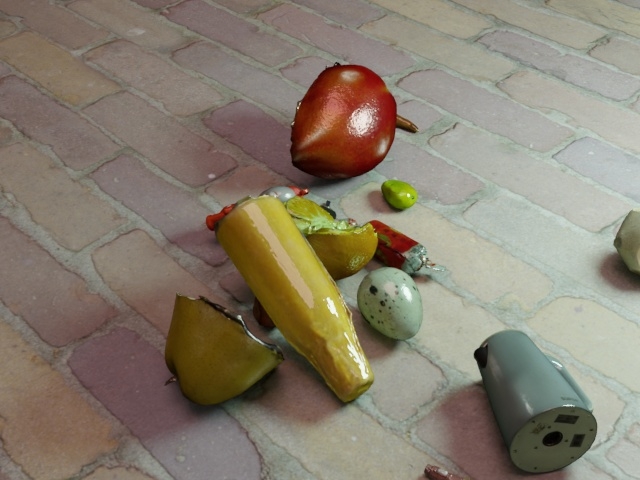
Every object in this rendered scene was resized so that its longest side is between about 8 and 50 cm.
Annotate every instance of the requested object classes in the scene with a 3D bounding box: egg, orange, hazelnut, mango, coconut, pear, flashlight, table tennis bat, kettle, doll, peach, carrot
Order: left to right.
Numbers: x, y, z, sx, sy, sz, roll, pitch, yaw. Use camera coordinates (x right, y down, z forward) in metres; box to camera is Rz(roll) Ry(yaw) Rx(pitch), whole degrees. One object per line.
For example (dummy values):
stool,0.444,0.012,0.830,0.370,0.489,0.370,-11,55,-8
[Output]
pear,-0.205,0.225,1.676,0.267,0.267,0.178,24,78,28
doll,-0.139,-0.071,2.024,0.245,0.142,0.076,-16,77,12
hazelnut,-0.101,0.140,1.835,0.086,0.086,0.086,-1,40,1
orange,0.000,0.006,1.911,0.237,0.158,0.179,22,7,29
table tennis bat,0.016,-0.074,2.122,0.050,0.007,0.083,24,29,-10
peach,0.073,-0.282,2.182,0.201,0.257,0.361,12,39,24
egg,0.144,0.130,1.793,0.131,0.131,0.164,-16,45,-16
carrot,0.203,-0.333,2.415,0.165,0.035,0.036,30,50,30
mango,0.189,-0.115,2.138,0.073,0.056,0.108,-22,41,-29
flashlight,0.231,0.416,1.523,0.110,0.031,0.052,21,46,25
kettle,0.402,0.280,1.606,0.211,0.159,0.243,8,31,-17
coconut,0.717,-0.001,1.900,0.162,0.161,0.161,3,40,-6

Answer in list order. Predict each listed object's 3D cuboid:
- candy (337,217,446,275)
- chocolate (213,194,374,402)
candy,0.156,0.014,1.985,0.292,0.059,0.086,31,47,32
chocolate,-0.040,0.118,1.744,0.162,0.162,0.445,-25,69,-25
